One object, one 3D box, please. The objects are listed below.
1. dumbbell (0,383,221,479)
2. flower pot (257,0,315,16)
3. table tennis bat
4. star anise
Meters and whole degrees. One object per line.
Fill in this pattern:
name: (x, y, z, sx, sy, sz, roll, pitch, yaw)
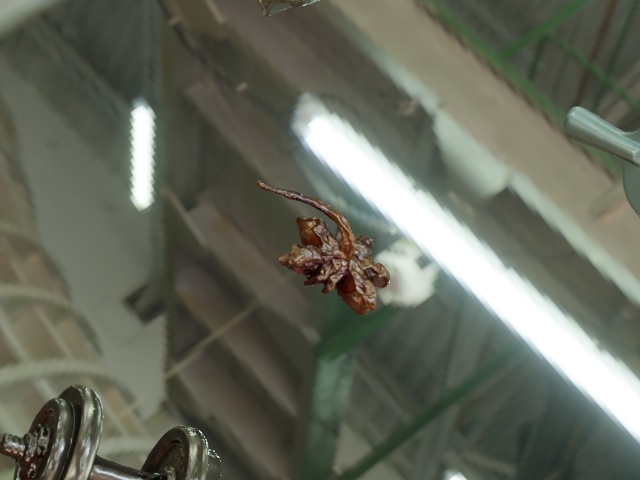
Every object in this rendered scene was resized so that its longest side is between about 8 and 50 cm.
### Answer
dumbbell: (-0.251, 0.287, 2.049, 0.290, 0.192, 0.192, 23, -15, -20)
flower pot: (-0.012, -0.351, 2.114, 0.229, 0.108, 0.103, 5, -63, 70)
table tennis bat: (0.382, -0.091, 1.943, 0.237, 0.038, 0.149, 30, -64, 25)
star anise: (0.000, 0.000, 1.792, 0.191, 0.097, 0.070, 32, -36, -20)
